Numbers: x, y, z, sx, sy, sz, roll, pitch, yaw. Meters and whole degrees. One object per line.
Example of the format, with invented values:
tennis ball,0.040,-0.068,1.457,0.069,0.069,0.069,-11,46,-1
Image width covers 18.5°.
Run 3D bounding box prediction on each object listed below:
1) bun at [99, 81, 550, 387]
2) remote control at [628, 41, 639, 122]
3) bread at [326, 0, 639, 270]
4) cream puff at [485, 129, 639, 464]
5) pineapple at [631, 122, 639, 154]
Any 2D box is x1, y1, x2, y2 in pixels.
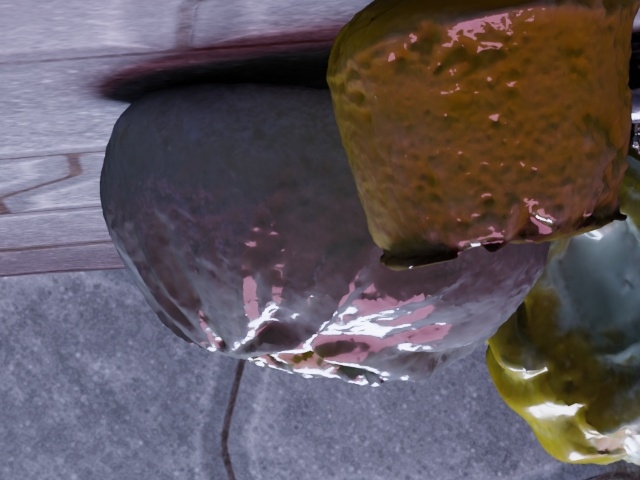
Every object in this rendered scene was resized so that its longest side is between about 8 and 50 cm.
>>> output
bun,0.000,0.000,1.526,0.362,0.211,0.362,14,172,2
remote control,0.180,-0.108,1.513,0.266,0.066,0.090,-8,171,31
bread,0.099,-0.079,1.158,0.197,0.170,0.197,-10,-172,1
cream puff,0.320,0.035,1.989,0.378,0.378,0.275,-7,176,17
pineapple,0.374,-0.100,1.754,0.221,0.083,0.103,-6,177,-23
